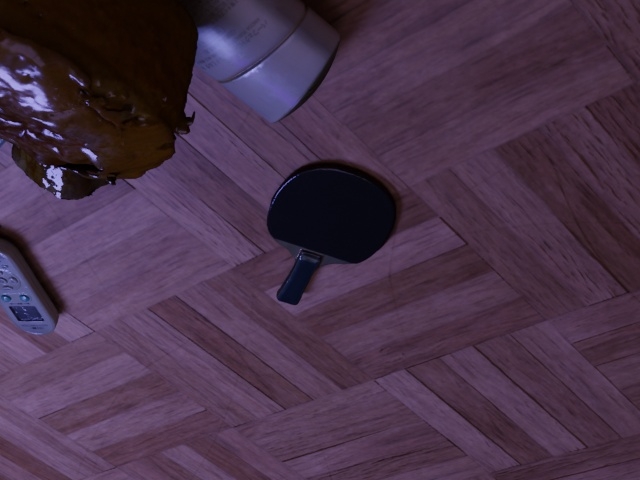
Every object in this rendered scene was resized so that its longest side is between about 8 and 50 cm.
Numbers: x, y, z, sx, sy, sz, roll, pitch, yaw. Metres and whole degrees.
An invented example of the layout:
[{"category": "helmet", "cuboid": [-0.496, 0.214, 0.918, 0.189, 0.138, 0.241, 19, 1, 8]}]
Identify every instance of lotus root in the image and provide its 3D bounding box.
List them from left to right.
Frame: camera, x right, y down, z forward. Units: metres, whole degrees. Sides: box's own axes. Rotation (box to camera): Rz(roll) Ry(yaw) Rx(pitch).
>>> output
[{"category": "lotus root", "cuboid": [-0.320, -0.120, 1.456, 0.159, 0.095, 0.135, 1, 141, -14]}]

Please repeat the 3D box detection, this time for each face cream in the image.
[{"category": "face cream", "cuboid": [-0.130, -0.269, 1.246, 0.348, 0.081, 0.173, 35, 142, -26]}]

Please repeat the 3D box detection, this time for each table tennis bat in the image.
[{"category": "table tennis bat", "cuboid": [0.000, 0.000, 1.580, 0.173, 0.022, 0.301, 18, 139, -8]}]

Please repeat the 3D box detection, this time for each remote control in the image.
[{"category": "remote control", "cuboid": [-0.481, 0.072, 1.772, 0.078, 0.042, 0.221, -3, 139, 16]}]

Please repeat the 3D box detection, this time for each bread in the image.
[{"category": "bread", "cuboid": [-0.305, -0.204, 1.184, 0.358, 0.204, 0.337, 12, 160, 36]}]

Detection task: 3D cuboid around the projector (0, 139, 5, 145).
[{"category": "projector", "cuboid": [-0.484, -0.215, 1.388, 0.256, 0.099, 0.192, 35, 134, -25]}]
